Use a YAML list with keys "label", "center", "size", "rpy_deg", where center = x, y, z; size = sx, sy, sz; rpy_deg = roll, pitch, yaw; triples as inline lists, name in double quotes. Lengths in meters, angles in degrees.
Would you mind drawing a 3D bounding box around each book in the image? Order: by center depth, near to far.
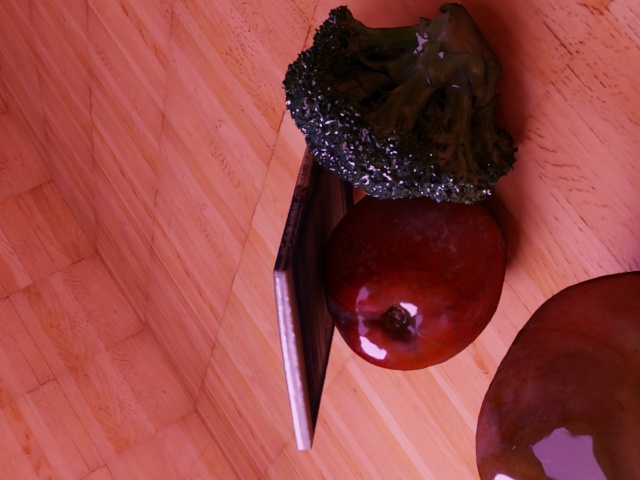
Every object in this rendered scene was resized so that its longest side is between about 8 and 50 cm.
- label: "book"
  center: [0.000, 0.000, 0.843]
  size: [0.018, 0.323, 0.228]
  rpy_deg: [2, 131, 10]

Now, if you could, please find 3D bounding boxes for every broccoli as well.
- label: "broccoli"
  center: [0.065, -0.104, 0.704]
  size: [0.156, 0.195, 0.195]
  rpy_deg: [-34, 84, 28]

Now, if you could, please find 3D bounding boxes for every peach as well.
- label: "peach"
  center: [0.211, 0.142, 0.623]
  size: [0.214, 0.214, 0.235]
  rpy_deg: [51, 161, 23]

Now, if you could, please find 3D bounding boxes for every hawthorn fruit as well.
- label: "hawthorn fruit"
  center: [0.080, 0.032, 0.801]
  size: [0.173, 0.172, 0.173]
  rpy_deg: [45, 151, 33]
